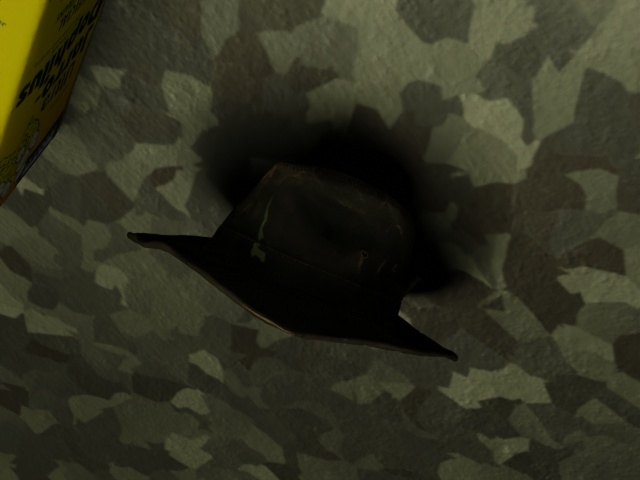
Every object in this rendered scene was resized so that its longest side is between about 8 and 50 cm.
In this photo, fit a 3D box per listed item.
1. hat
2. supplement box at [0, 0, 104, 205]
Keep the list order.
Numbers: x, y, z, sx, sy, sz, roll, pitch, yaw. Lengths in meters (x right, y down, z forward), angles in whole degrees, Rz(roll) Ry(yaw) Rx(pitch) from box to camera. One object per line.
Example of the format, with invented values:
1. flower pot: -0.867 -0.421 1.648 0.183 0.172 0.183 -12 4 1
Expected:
1. hat: 0.000 0.000 1.000 0.331 0.331 0.134 23 95 0
2. supplement box: -0.310 -0.202 0.937 0.195 0.194 0.356 29 133 -6
